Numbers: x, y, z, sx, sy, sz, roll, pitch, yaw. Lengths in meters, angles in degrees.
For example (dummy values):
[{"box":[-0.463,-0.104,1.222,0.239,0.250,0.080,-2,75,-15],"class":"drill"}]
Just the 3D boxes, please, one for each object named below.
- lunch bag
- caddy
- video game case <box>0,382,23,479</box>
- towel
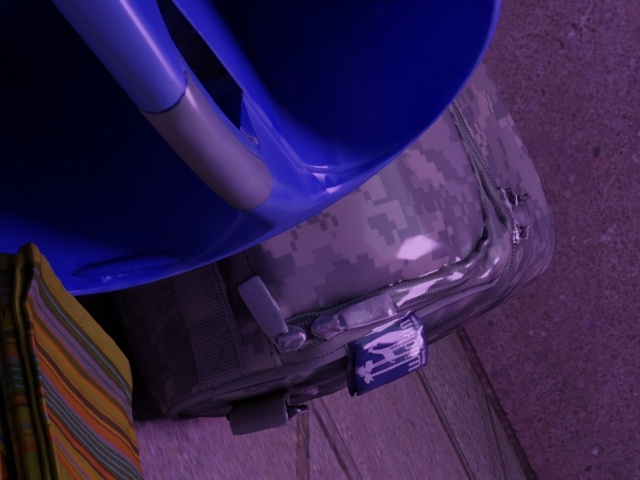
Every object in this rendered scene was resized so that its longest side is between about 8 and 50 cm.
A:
[{"box":[-0.038,-0.058,0.905,0.256,0.212,0.305,-8,73,-65],"class":"lunch bag"},{"box":[-0.069,-0.093,0.624,0.179,0.241,0.341,62,6,24],"class":"caddy"},{"box":[-0.103,0.122,0.525,0.227,0.026,0.206,-105,168,-46],"class":"video game case"},{"box":[-0.068,0.117,0.598,0.102,0.021,0.237,55,14,-52],"class":"towel"}]
